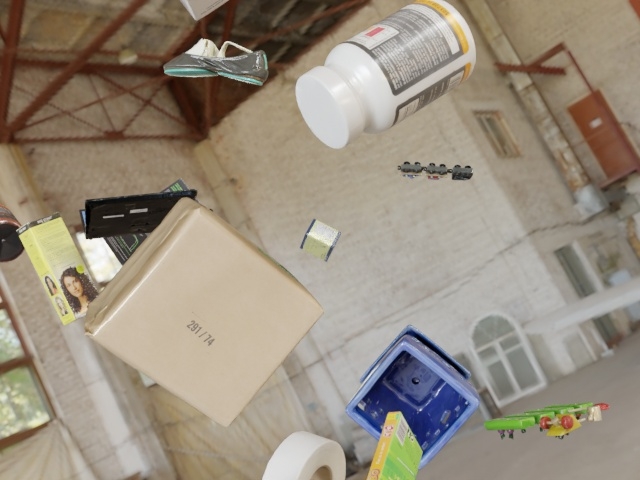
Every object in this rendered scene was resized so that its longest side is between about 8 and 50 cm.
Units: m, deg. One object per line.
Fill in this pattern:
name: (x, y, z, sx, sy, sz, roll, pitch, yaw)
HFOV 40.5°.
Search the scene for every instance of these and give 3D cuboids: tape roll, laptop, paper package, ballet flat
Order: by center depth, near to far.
paper package: (-0.216, 0.129, 1.621, 0.309, 0.325, 0.168, -50, 22, 0)
laptop: (-0.412, -0.086, 1.930, 0.234, 0.136, 0.264, -8, -25, -18)
ballet flat: (-0.254, -0.443, 2.144, 0.280, 0.096, 0.095, 9, 1, 17)
tape roll: (-0.045, 0.659, 2.315, 0.100, 0.286, 0.286, 11, 11, 30)

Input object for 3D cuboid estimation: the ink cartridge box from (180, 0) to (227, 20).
ink cartridge box: (-0.273, -0.580, 1.628, 0.117, 0.201, 0.278, -35, -17, -4)

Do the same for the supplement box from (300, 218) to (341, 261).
supplement box: (0.000, 0.000, 2.303, 0.056, 0.083, 0.083, -61, -3, -30)

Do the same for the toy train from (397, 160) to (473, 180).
toy train: (0.240, -0.144, 1.822, 0.158, 0.027, 0.036, 4, -32, 5)

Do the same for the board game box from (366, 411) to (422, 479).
board game box: (0.132, 0.464, 1.644, 0.039, 0.124, 0.259, -12, 33, 27)

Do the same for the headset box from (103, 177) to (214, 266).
headset box: (-0.415, -0.005, 2.374, 0.283, 0.131, 0.246, -36, -25, -10)

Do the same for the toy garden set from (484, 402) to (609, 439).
toy garden set: (0.514, 0.393, 1.878, 0.244, 0.049, 0.204, -3, -10, -36)

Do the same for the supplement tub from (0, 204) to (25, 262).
supplement tub: (-0.751, -0.026, 2.008, 0.106, 0.106, 0.198, -23, 28, -22)

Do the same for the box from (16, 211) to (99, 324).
box: (-0.564, 0.061, 1.886, 0.058, 0.232, 0.087, -25, 3, 41)

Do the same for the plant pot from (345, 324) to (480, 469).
plant pot: (0.222, 0.357, 2.074, 0.236, 0.236, 0.212, -51, 2, 16)

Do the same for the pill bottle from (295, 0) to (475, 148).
pill bottle: (0.106, -0.272, 1.419, 0.278, 0.162, 0.162, -33, -7, -23)
